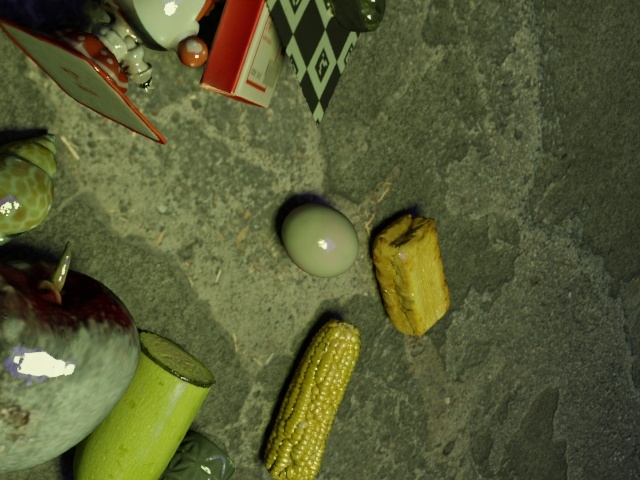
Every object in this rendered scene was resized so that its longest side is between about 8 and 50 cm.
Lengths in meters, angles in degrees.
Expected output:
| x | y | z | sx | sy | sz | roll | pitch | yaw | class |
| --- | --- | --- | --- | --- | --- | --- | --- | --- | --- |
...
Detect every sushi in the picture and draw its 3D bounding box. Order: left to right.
| x | y | z | sx | sy | sz | roll | pitch | yaw | class |
| --- | --- | --- | --- | --- | --- | --- | --- | --- | --- |
| 0.041 | -0.368 | 1.163 | 0.359 | 0.064 | 0.343 | 65 | 43 | -57 | sushi |

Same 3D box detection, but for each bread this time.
| x | y | z | sx | sy | sz | roll | pitch | yaw | class |
| --- | --- | --- | --- | --- | --- | --- | --- | --- | --- |
| 0.150 | 0.057 | 1.640 | 0.114 | 0.083 | 0.211 | -38 | 134 | -27 | bread |

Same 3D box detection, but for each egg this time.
| x | y | z | sx | sy | sz | roll | pitch | yaw | class |
| --- | --- | --- | --- | --- | --- | --- | --- | --- | --- |
| 0.000 | 0.000 | 1.455 | 0.103 | 0.103 | 0.135 | -55 | 136 | -3 | egg |

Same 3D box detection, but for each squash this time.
| x | y | z | sx | sy | sz | roll | pitch | yaw | class |
| --- | --- | --- | --- | --- | --- | --- | --- | --- | --- |
| -0.257 | 0.261 | 1.357 | 0.132 | 0.132 | 0.247 | 28 | 95 | -47 | squash |

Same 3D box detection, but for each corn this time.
| x | y | z | sx | sy | sz | roll | pitch | yaw | class |
| --- | --- | --- | --- | --- | --- | --- | --- | --- | --- |
| -0.009 | 0.261 | 1.604 | 0.101 | 0.101 | 0.292 | 10 | 108 | -45 | corn |

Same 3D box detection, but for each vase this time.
| x | y | z | sx | sy | sz | roll | pitch | yaw | class |
| --- | --- | --- | --- | --- | --- | --- | --- | --- | --- |
| -0.253 | 0.422 | 1.437 | 0.301 | 0.156 | 0.251 | -51 | 176 | -25 | vase |

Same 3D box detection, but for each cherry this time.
| x | y | z | sx | sy | sz | roll | pitch | yaw | class |
| --- | --- | --- | --- | --- | --- | --- | --- | --- | --- |
| -0.344 | 0.135 | 1.143 | 0.255 | 0.218 | 0.296 | 7 | 122 | -48 | cherry |

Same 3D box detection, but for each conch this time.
| x | y | z | sx | sy | sz | roll | pitch | yaw | class |
| --- | --- | --- | --- | --- | --- | --- | --- | --- | --- |
| -0.365 | -0.044 | 1.102 | 0.173 | 0.106 | 0.116 | -38 | 160 | 6 | conch |

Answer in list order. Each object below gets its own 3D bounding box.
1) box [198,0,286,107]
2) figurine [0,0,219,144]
| x | y | z | sx | sy | sz | roll | pitch | yaw | class |
| --- | --- | --- | --- | --- | --- | --- | --- | --- | --- |
| -0.083 | -0.225 | 1.185 | 0.229 | 0.050 | 0.123 | -32 | 140 | -84 | box |
| -0.194 | -0.257 | 1.078 | 0.226 | 0.183 | 0.160 | -55 | 144 | -11 | figurine |
